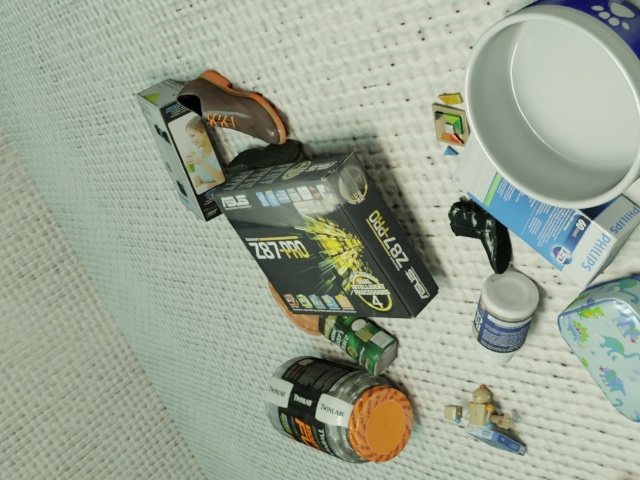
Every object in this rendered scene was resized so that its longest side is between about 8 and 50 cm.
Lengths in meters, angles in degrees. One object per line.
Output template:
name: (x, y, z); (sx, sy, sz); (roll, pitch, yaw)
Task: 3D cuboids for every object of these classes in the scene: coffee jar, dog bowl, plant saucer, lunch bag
coffee jar: (0.076, 0.206, 1.993); (0.184, 0.079, 0.096); (37, 147, 28)
dog bowl: (0.318, -0.179, 1.173); (0.265, 0.104, 0.265); (32, 140, 32)
plant saucer: (-0.044, 0.131, 2.131); (0.200, 0.037, 0.200); (36, 148, 27)
lunch bag: (0.472, 0.162, 1.356); (0.219, 0.090, 0.176); (53, 152, 0)

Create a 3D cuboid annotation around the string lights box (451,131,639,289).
string lights box: (0.323, -0.063, 1.340); (0.260, 0.077, 0.133); (42, 149, 19)

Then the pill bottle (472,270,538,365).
pill bottle: (0.309, 0.138, 1.562); (0.094, 0.094, 0.169); (37, 147, 27)

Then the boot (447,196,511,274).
boot: (0.262, -0.009, 1.524); (0.099, 0.045, 0.121); (16, 127, 45)

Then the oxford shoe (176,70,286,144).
oxford shoe: (-0.180, -0.249, 1.850); (0.271, 0.098, 0.097); (31, 144, 34)

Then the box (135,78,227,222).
box: (-0.299, -0.202, 2.052); (0.169, 0.087, 0.290); (36, 150, 56)

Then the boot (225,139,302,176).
boot: (-0.079, -0.118, 1.895); (0.161, 0.083, 0.246); (52, 154, -23)

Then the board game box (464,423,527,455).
board game box: (0.346, 0.395, 1.823); (0.090, 0.020, 0.090); (33, 165, -32)

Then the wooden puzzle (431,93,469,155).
wooden puzzle: (0.204, -0.180, 1.452); (0.078, 0.014, 0.116); (18, 136, 47)

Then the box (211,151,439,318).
box: (0.000, 0.000, 1.748); (0.395, 0.097, 0.318); (-2, 124, 54)

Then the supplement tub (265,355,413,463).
supplement tub: (0.041, 0.388, 2.111); (0.338, 0.207, 0.207); (5, 126, 54)

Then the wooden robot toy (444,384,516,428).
wooden robot toy: (0.318, 0.323, 1.808); (0.173, 0.076, 0.079); (-5, 82, 57)
